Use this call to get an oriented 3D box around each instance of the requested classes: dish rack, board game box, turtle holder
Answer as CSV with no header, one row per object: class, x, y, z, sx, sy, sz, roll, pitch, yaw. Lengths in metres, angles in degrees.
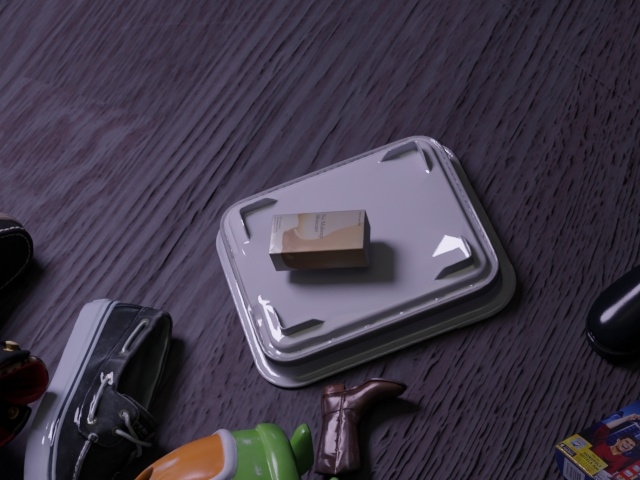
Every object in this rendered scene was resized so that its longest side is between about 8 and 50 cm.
dish rack,0.044,0.008,1.630,0.333,0.072,0.285,-21,55,-1
board game box,0.378,0.248,1.377,0.194,0.060,0.194,-22,40,-25
turtle holder,-0.093,0.346,1.332,0.228,0.320,0.243,-9,33,-11

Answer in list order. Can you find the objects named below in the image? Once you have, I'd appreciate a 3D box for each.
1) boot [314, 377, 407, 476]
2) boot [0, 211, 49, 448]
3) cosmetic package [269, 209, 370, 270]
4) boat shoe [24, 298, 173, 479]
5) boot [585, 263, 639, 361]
boot,0.046,0.215,1.506,0.106,0.037,0.114,-11,50,21
boot,-0.426,0.112,1.559,0.284,0.138,0.377,24,36,32
cosmetic package,0.000,0.000,1.576,0.115,0.041,0.060,-5,55,11
boat shoe,-0.248,0.204,1.528,0.119,0.121,0.335,-3,54,16
boot,0.393,0.006,1.467,0.246,0.207,0.094,-33,55,-9
